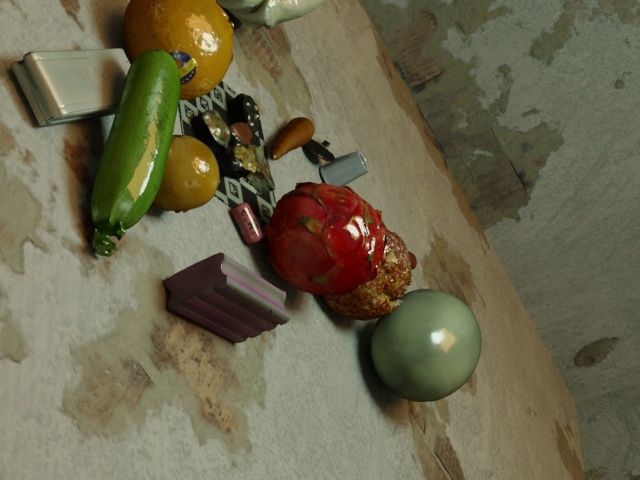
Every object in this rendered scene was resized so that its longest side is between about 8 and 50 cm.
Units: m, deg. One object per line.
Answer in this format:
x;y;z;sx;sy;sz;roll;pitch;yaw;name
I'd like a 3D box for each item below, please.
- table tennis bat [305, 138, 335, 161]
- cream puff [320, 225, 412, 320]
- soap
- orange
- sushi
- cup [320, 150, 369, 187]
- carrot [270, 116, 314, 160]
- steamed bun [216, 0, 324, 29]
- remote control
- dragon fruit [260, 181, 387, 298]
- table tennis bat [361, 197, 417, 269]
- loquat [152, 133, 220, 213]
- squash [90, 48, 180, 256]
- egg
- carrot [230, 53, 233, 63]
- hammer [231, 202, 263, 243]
0.001;-0.239;2.332;0.095;0.014;0.158;35;18;1;table tennis bat
0.111;0.072;2.018;0.240;0.164;0.239;-20;116;-47;cream puff
-0.151;0.100;1.505;0.203;0.122;0.065;38;33;-53;soap
-0.261;-0.371;1.661;0.219;0.193;0.219;50;10;-12;orange
-0.169;-0.219;1.881;0.343;0.064;0.359;35;36;-53;sushi
0.060;-0.190;2.340;0.074;0.116;0.104;54;17;-34;cup
-0.074;-0.239;2.128;0.069;0.069;0.336;62;22;-11;carrot
-0.160;-0.678;2.140;0.352;0.247;0.339;-33;113;-33;steamed bun
-0.375;-0.246;1.429;0.102;0.056;0.277;65;20;-5;remote control
0.010;-0.002;1.829;0.252;0.241;0.241;42;27;-14;dragon fruit
0.162;0.018;2.450;0.415;0.051;0.268;23;48;-59;table tennis bat
-0.237;-0.114;1.511;0.141;0.141;0.141;50;26;-36;loquat
-0.286;-0.145;1.401;0.101;0.101;0.378;44;45;-44;squash
0.250;0.246;2.129;0.258;0.259;0.352;68;20;4;egg
-0.216;-0.393;1.987;0.035;0.035;0.142;57;20;-23;carrot
-0.145;-0.033;1.776;0.083;0.043;0.043;66;21;-5;hammer
